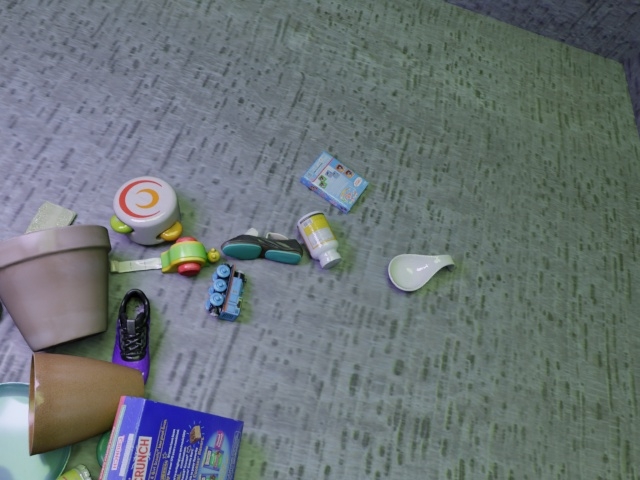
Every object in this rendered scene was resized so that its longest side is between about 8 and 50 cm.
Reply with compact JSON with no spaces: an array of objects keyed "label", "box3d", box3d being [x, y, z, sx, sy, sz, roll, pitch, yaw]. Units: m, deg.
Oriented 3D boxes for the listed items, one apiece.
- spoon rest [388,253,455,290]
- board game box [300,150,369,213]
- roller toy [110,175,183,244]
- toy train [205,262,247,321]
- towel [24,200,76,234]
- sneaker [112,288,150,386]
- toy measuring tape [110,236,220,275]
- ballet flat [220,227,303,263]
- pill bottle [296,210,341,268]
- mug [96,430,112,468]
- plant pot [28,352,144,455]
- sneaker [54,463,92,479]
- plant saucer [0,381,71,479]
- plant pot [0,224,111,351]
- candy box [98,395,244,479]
[{"label":"spoon rest","box3d":[0.364,0.098,1.935,0.276,0.084,0.137,-12,67,-24]},{"label":"board game box","box3d":[0.054,-0.218,2.029,0.211,0.039,0.160,35,58,3]},{"label":"roller toy","box3d":[-0.535,-0.090,1.707,0.209,0.146,0.191,-1,58,-7]},{"label":"toy train","box3d":[-0.290,0.158,1.698,0.105,0.080,0.184,19,56,-18]},{"label":"towel","box3d":[-0.824,-0.046,1.662,0.110,0.027,0.148,19,59,-6]},{"label":"sneaker","box3d":[-0.526,0.267,1.519,0.102,0.146,0.294,1,62,-17]},{"label":"toy measuring tape","box3d":[-0.469,0.053,1.670,0.329,0.121,0.122,-4,64,-20]},{"label":"ballet flat","box3d":[-0.193,0.017,1.801,0.280,0.095,0.096,10,50,-24]},{"label":"pill bottle","box3d":[0.000,0.000,1.858,0.103,0.103,0.184,-18,70,-25]},{"label":"mug","box3d":[-0.503,0.550,1.404,0.129,0.097,0.158,-15,68,-24]},{"label":"plant pot","box3d":[-0.580,0.389,1.361,0.254,0.237,0.237,2,62,-31]},{"label":"sneaker","box3d":[-0.586,0.655,1.319,0.094,0.081,0.209,-6,51,-48]},{"label":"plant saucer","box3d":[-0.789,0.517,1.363,0.317,0.044,0.318,7,62,-14]},{"label":"plant pot","box3d":[-0.701,0.136,1.468,0.323,0.323,0.281,-16,85,-25]},{"label":"candy box","box3d":[-0.361,0.547,1.337,0.317,0.122,0.268,33,57,-42]}]
